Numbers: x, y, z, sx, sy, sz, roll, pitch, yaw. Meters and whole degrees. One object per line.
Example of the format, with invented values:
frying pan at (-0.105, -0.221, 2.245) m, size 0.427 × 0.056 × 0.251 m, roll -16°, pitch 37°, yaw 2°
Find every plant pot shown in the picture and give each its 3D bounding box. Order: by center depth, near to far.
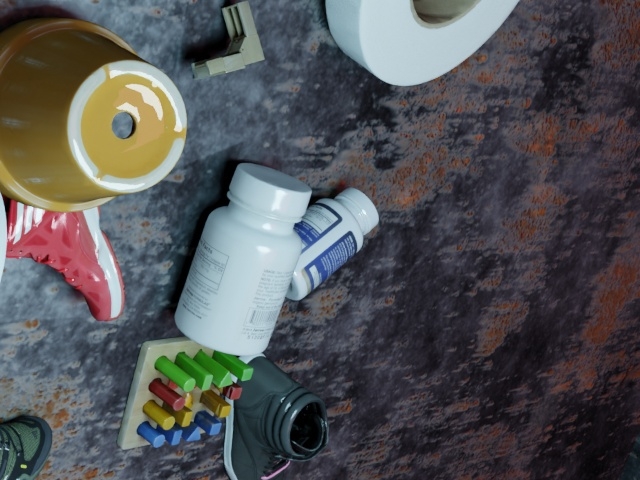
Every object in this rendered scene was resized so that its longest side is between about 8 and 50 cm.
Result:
plant pot at (-0.235, -0.123, 1.212) m, size 0.205 × 0.188 × 0.205 m, roll -7°, pitch 103°, yaw -35°

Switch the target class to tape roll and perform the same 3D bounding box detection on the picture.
tape roll at (0.168, -0.386, 1.573) m, size 0.392 × 0.072 × 0.392 m, roll -34°, pitch 148°, yaw -25°

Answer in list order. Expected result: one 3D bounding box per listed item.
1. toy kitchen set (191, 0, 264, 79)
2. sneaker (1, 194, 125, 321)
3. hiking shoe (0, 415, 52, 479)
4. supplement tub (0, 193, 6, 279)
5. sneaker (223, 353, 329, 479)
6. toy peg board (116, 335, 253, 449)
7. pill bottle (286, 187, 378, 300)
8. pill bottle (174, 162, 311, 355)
toy kitchen set at (-0.127, -0.236, 1.432) m, size 0.083 × 0.068 × 0.075 m, roll -23°, pitch 102°, yaw -38°
sneaker at (-0.310, 0.014, 1.371) m, size 0.128 × 0.087 × 0.221 m, roll -26°, pitch 120°, yaw -25°
hiking shoe at (-0.391, 0.242, 1.384) m, size 0.227 × 0.086 × 0.114 m, roll -24°, pitch 141°, yaw -54°
supplement tub at (-0.467, -0.010, 1.027) m, size 0.331 × 0.241 × 0.241 m, roll 12°, pitch 105°, yaw -51°
sneaker at (-0.061, 0.311, 1.784) m, size 0.105 × 0.147 × 0.295 m, roll -32°, pitch 136°, yaw -34°
toy peg board at (-0.178, 0.219, 1.645) m, size 0.161 × 0.079 × 0.160 m, roll -3°, pitch 116°, yaw -47°
pill bottle at (0.000, 0.000, 1.686) m, size 0.169 × 0.094 × 0.094 m, roll -39°, pitch 138°, yaw -24°
pill bottle at (-0.097, 0.023, 1.561) m, size 0.131 × 0.131 × 0.229 m, roll 3°, pitch 112°, yaw -50°
